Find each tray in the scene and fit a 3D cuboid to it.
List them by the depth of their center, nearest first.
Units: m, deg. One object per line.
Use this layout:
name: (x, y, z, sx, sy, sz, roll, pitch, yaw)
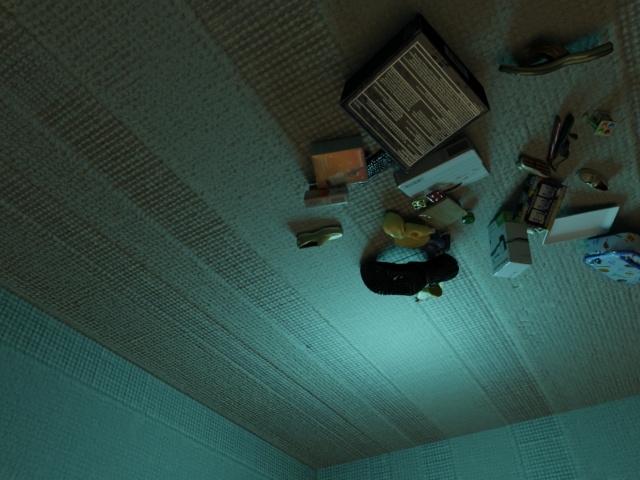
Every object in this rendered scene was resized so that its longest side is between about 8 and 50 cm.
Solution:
tray: (0.982, -0.062, 1.938, 0.270, 0.030, 0.145, -11, 137, -3)

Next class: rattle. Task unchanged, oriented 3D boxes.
rattle: (0.474, 0.248, 2.205, 0.130, 0.143, 0.200, -1, 134, -28)

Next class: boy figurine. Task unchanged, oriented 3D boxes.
boy figurine: (0.350, -0.019, 1.948, 0.285, 0.092, 0.177, 21, 151, -18)

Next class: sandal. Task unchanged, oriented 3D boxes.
sandal: (0.652, -0.522, 1.431, 0.302, 0.120, 0.086, -12, 108, 9)

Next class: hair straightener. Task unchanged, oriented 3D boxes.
hair straightener: (0.803, -0.317, 1.676, 0.089, 0.047, 0.230, -7, 136, 7)

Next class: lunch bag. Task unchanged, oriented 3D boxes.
lunch bag: (1.195, 0.071, 1.979, 0.303, 0.115, 0.243, 22, 162, -22)

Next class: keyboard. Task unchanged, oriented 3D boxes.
keyboard: (0.173, -0.258, 1.744, 0.180, 0.023, 0.108, -34, 128, 29)

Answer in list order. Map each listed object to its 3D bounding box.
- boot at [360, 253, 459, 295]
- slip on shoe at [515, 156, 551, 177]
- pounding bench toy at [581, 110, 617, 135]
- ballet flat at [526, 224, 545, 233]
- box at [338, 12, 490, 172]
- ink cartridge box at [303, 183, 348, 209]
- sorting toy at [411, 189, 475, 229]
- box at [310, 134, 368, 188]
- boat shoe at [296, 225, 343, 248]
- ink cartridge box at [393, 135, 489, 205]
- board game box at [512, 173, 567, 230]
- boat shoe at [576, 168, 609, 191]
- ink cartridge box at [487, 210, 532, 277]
boot: (0.358, 0.131, 2.076, 0.260, 0.348, 0.131, -20, 108, -36)
slip on shoe: (0.731, -0.249, 1.752, 0.135, 0.052, 0.041, 13, 165, -21)
pounding bench toy: (0.876, -0.370, 1.610, 0.083, 0.065, 0.052, 5, 136, -6)
ballet flat: (0.831, -0.045, 1.970, 0.114, 0.041, 0.041, -8, 136, 8)
box: (0.260, -0.410, 1.441, 0.296, 0.183, 0.294, 41, 123, -20)
ink cartridge box: (0.022, -0.173, 1.723, 0.145, 0.179, 0.045, -9, 124, 8)
sorting toy: (0.441, -0.115, 1.871, 0.274, 0.046, 0.132, 27, 134, -36)
box: (0.064, -0.257, 1.676, 0.170, 0.091, 0.130, -8, 126, 10)
boat shoe: (0.000, 0.000, 1.974, 0.189, 0.072, 0.068, -14, 135, 13)
ink cartridge box: (0.422, -0.230, 1.756, 0.275, 0.060, 0.239, -25, 157, 23)
board game box: (0.779, -0.134, 1.811, 0.141, 0.048, 0.170, 15, 101, -17)
boat shoe: (0.964, -0.210, 1.794, 0.135, 0.045, 0.050, 16, 134, -17)
ink cartridge box: (0.696, 0.017, 1.886, 0.086, 0.209, 0.153, 4, 154, -6)
